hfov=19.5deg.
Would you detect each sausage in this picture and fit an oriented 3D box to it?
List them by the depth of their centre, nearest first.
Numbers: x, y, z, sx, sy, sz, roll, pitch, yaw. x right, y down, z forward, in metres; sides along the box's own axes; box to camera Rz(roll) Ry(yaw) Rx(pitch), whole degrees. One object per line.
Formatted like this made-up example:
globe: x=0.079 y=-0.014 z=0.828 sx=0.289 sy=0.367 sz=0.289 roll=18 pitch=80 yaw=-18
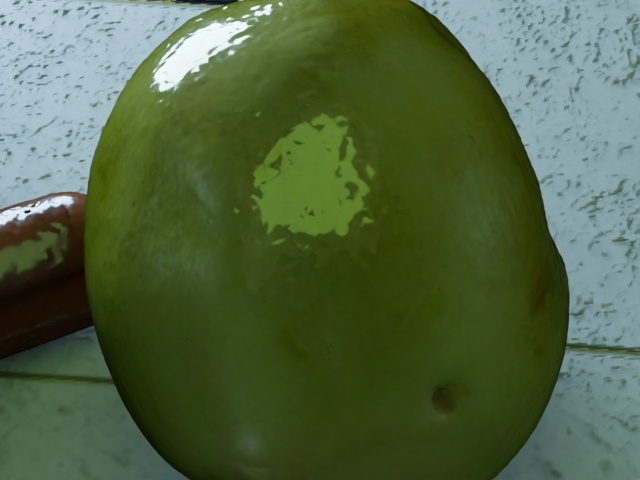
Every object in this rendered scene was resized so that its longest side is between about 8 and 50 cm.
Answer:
sausage: x=-0.279 y=0.052 z=1.230 sx=0.330 sy=0.102 sz=0.102 roll=-22 pitch=59 yaw=-11

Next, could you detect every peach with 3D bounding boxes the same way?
peach: x=0.000 y=0.006 z=1.126 sx=0.282 sy=0.314 sz=0.315 roll=-12 pitch=97 yaw=11
